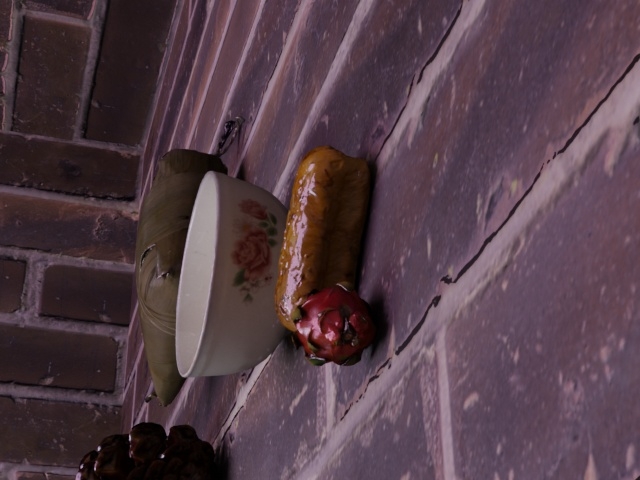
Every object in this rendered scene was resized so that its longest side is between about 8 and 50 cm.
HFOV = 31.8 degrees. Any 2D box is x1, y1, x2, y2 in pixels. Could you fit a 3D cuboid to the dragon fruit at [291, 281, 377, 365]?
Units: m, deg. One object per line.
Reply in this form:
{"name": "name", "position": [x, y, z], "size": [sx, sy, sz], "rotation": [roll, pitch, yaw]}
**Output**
{"name": "dragon fruit", "position": [0.013, 0.090, 1.152], "size": [0.116, 0.086, 0.081], "rotation": [94, 166, -75]}

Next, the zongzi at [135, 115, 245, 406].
{"name": "zongzi", "position": [-0.252, 0.022, 2.059], "size": [0.447, 0.181, 0.418], "rotation": [-94, 17, -46]}

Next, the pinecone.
{"name": "pinecone", "position": [-0.294, 0.435, 1.840], "size": [0.296, 0.242, 0.298], "rotation": [-11, 58, 69]}

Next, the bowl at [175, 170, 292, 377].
{"name": "bowl", "position": [-0.101, 0.051, 1.492], "size": [0.277, 0.145, 0.277], "rotation": [-173, 90, -77]}

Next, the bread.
{"name": "bread", "position": [0.000, 0.000, 1.254], "size": [0.114, 0.083, 0.211], "rotation": [-154, 74, -79]}
